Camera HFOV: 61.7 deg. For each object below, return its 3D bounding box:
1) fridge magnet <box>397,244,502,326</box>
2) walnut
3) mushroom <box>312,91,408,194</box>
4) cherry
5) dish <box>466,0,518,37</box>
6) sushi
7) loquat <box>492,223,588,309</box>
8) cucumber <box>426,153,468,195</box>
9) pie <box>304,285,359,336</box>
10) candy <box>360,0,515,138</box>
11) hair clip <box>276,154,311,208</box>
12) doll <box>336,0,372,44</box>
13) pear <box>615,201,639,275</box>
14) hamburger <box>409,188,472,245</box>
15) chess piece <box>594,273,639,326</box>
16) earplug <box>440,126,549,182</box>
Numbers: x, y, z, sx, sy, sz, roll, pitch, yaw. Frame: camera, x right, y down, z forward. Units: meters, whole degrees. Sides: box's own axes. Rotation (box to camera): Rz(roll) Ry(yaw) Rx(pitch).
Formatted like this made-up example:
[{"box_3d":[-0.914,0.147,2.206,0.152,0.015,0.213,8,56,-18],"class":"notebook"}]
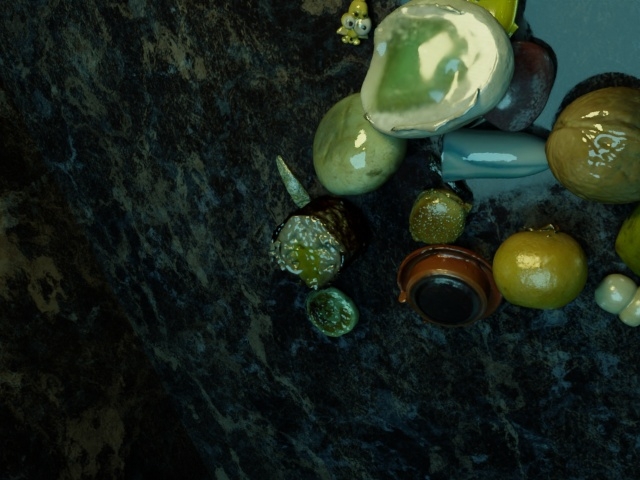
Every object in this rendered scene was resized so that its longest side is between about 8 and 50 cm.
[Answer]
[{"box_3d":[0.443,0.167,1.857,0.364,0.155,0.363,13,133,14],"class":"fridge magnet"},{"box_3d":[0.781,-0.248,1.428,0.333,0.333,0.333,11,118,22],"class":"walnut"},{"box_3d":[0.129,-0.301,1.734,0.260,0.352,0.352,21,135,-37],"class":"mushroom"},{"box_3d":[0.524,-0.424,1.517,0.236,0.213,0.285,40,116,-4],"class":"cherry"},{"box_3d":[0.437,-0.663,1.508,0.262,0.108,0.221,9,118,25],"class":"dish"},{"box_3d":[0.000,0.000,1.931,0.299,0.294,0.281,33,123,10],"class":"sushi"},{"box_3d":[0.677,0.078,1.642,0.275,0.275,0.275,11,118,22],"class":"loquat"},{"box_3d":[0.418,-0.212,1.771,0.181,0.053,0.053,42,125,0],"class":"cucumber"},{"box_3d":[0.043,0.291,2.195,0.240,0.054,0.240,11,116,24],"class":"pie"},{"box_3d":[0.316,-0.461,1.458,0.427,0.186,0.386,18,101,41],"class":"candy"},{"box_3d":[-0.108,-0.219,2.038,0.066,0.036,0.229,-26,100,27],"class":"hair clip"},{"box_3d":[0.127,-0.746,1.639,0.117,0.086,0.291,10,123,-11],"class":"doll"},{"box_3d":[0.979,-0.024,1.457,0.321,0.269,0.269,-27,99,33],"class":"pear"},{"box_3d":[0.390,-0.067,1.808,0.189,0.122,0.215,31,127,6],"class":"hamburger"},{"box_3d":[0.989,0.212,1.625,0.300,0.167,0.167,32,124,15],"class":"chess piece"},{"box_3d":[0.538,-0.257,1.618,0.324,0.185,0.185,5,115,20],"class":"earplug"}]
